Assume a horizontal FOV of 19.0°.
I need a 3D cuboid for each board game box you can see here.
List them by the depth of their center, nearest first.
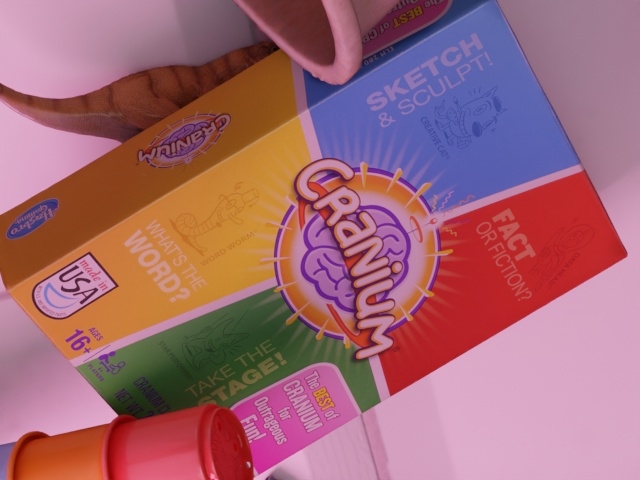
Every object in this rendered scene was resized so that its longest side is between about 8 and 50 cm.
[{"bbox_3d":[0.000,0.000,1.141,0.316,0.064,0.242,-31,133,4],"label":"board game box"}]

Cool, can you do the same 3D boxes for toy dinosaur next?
[{"bbox_3d":[-0.113,-0.075,1.154,0.212,0.064,0.112,-11,99,-15],"label":"toy dinosaur"}]

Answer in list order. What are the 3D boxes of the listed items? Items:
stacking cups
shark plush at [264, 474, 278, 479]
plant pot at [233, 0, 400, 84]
[{"bbox_3d":[-0.193,0.166,1.141,0.316,0.096,0.096,-13,113,22],"label":"stacking cups"},{"bbox_3d":[0.029,0.208,1.287,0.161,0.073,0.067,33,83,4],"label":"shark plush"},{"bbox_3d":[0.035,-0.301,0.971,0.305,0.334,0.334,-36,111,-6],"label":"plant pot"}]
